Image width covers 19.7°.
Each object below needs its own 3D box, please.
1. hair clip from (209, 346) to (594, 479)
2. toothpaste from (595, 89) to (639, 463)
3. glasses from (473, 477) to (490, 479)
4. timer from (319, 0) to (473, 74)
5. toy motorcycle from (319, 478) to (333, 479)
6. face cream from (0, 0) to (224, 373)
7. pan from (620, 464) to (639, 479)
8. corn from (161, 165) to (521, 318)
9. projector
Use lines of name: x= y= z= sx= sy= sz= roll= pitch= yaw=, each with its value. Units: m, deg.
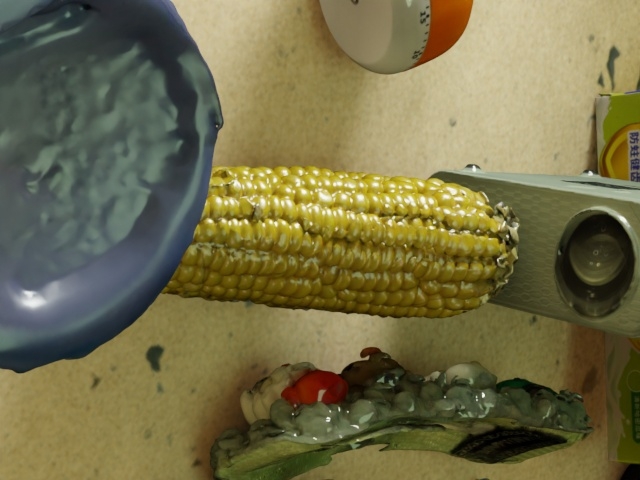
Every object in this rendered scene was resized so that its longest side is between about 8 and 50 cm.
hair clip: x=0.063 y=0.127 z=1.405 sx=0.321 sy=0.138 sz=0.091 roll=2 pitch=67 yaw=-41
toothpaste: x=0.301 y=0.031 z=1.552 sx=0.077 sy=0.110 sz=0.327 roll=1 pitch=87 yaw=-40
glasses: x=0.090 y=0.319 z=1.515 sx=0.220 sy=0.088 sz=0.190 roll=-57 pitch=131 yaw=-43
timer: x=0.063 y=-0.193 z=1.351 sx=0.136 sy=0.099 sz=0.136 roll=-26 pitch=125 yaw=-46
toy motorcycle: x=-0.035 y=0.217 z=1.340 sx=0.190 sy=0.106 sz=0.074 roll=-1 pitch=80 yaw=-45
face cream: x=-0.213 y=-0.058 z=1.048 sx=0.249 sy=0.225 sz=0.249 roll=-10 pitch=106 yaw=-38
pan: x=0.296 y=0.205 z=1.667 sx=0.115 sy=0.040 sz=0.212 roll=-38 pitch=126 yaw=-28
corn: x=0.000 y=0.000 z=1.304 sx=0.318 sy=0.115 sz=0.115 roll=6 pitch=95 yaw=-27
projector: x=0.227 y=0.003 z=1.427 sx=0.198 sy=0.250 sz=0.108 roll=0 pitch=99 yaw=-41
